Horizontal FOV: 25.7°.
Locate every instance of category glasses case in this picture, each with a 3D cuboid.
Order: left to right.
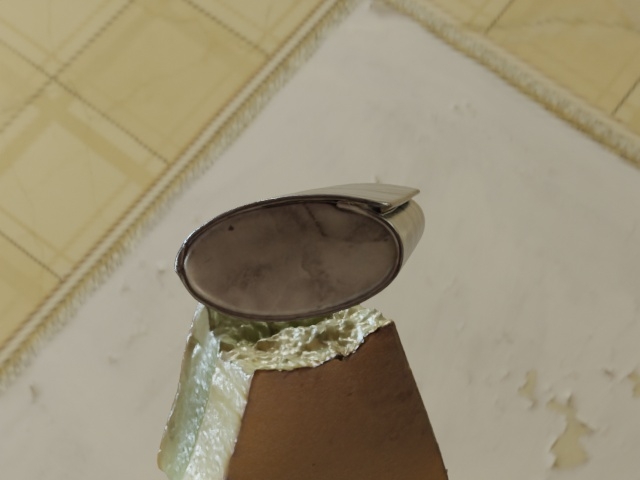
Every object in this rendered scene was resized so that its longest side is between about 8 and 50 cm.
[{"bbox_3d":[0.000,0.000,0.813,0.114,0.299,0.060,-8,-87,6],"label":"glasses case"}]

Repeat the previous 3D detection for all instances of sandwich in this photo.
[{"bbox_3d":[0.011,0.114,1.035,0.220,0.186,0.108,1,-151,-33],"label":"sandwich"}]
